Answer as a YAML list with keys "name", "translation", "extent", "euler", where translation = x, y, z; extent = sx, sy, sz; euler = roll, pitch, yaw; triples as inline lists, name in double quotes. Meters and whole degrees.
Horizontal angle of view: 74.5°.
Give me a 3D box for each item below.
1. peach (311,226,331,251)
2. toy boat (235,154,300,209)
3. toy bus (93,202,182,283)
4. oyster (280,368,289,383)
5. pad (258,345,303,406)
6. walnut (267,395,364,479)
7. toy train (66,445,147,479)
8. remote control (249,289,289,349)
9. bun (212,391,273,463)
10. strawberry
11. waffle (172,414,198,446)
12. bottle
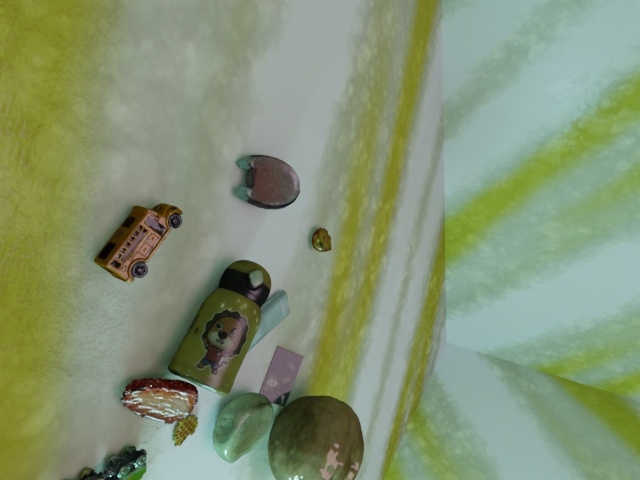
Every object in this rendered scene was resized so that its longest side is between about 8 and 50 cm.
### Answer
- name: "peach"
  translation: [0.000, 0.000, 1.557]
  extent: [0.098, 0.061, 0.098]
  euler: [48, 30, -40]
- name: "toy boat"
  translation: [-0.160, -0.169, 1.244]
  extent: [0.227, 0.085, 0.155]
  euler: [4, 88, -47]
- name: "toy bus"
  translation: [-0.388, -0.009, 0.906]
  extent: [0.088, 0.083, 0.194]
  euler: [50, 60, -41]
- name: "oyster"
  translation: [-0.134, 0.493, 1.552]
  extent: [0.081, 0.038, 0.083]
  euler: [-20, 92, -65]
- name: "pad"
  translation: [-0.140, 0.486, 1.503]
  extent: [0.127, 0.004, 0.190]
  euler: [30, 72, -32]
- name: "walnut"
  translation: [-0.017, 0.753, 1.546]
  extent: [0.381, 0.381, 0.381]
  euler: [-26, 122, -52]
- name: "toy train"
  translation: [-0.490, 0.547, 0.956]
  extent: [0.202, 0.060, 0.081]
  euler: [-11, 115, -55]
- name: "remote control"
  translation: [-0.192, 0.274, 1.352]
  extent: [0.293, 0.051, 0.103]
  euler: [-39, 131, -47]
- name: "bun"
  translation: [-0.249, 0.570, 1.310]
  extent: [0.221, 0.108, 0.221]
  euler: [-37, 138, -43]
- name: "strawberry"
  translation: [-0.388, 0.373, 1.028]
  extent: [0.188, 0.082, 0.121]
  euler: [36, 99, -34]
- name: "waffle"
  translation: [-0.376, 0.526, 1.174]
  extent: [0.085, 0.016, 0.078]
  euler: [-14, 112, -57]
- name: "bottle"
  translation: [-0.251, 0.216, 1.131]
  extent: [0.171, 0.172, 0.351]
  euler: [52, 55, -52]
